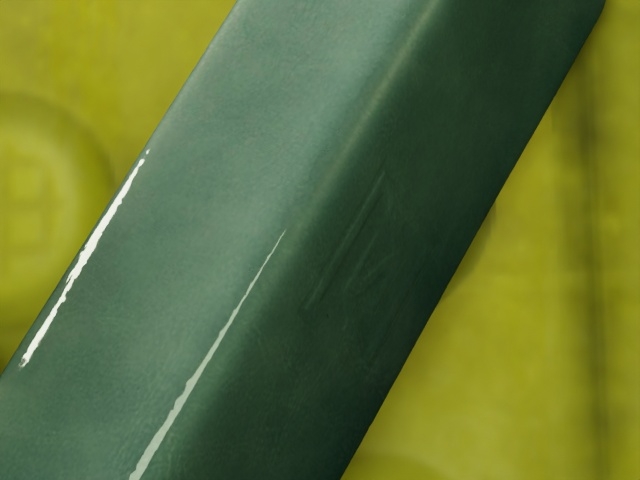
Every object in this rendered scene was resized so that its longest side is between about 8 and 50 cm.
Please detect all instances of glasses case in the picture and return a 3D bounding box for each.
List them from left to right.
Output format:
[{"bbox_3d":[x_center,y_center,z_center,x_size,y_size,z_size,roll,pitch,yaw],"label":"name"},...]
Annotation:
[{"bbox_3d":[0.000,0.000,0.429,0.105,0.056,0.266,38,75,-31],"label":"glasses case"}]
